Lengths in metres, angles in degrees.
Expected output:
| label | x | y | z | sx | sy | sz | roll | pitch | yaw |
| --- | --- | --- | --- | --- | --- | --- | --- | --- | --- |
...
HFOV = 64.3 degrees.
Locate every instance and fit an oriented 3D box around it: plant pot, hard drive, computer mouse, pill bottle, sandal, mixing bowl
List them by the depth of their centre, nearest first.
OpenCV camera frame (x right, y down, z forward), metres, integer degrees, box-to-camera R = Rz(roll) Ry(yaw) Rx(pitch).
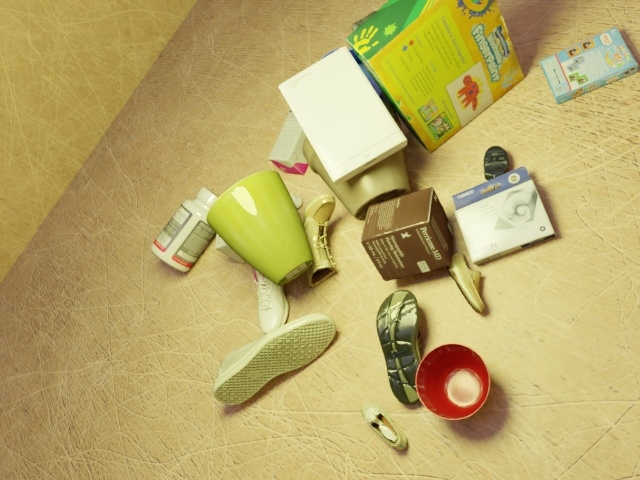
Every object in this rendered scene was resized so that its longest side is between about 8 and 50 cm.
| label | x | y | z | sx | sy | sz | roll | pitch | yaw |
| --- | --- | --- | --- | --- | --- | --- | --- | --- | --- |
| mixing bowl | 0.337 | 0.351 | 1.246 | 0.181 | 0.098 | 0.181 | -16 | 58 | 28 |
| sandal | 0.224 | 0.286 | 1.380 | 0.120 | 0.086 | 0.302 | -10 | 75 | 25 |
| computer mouse | 0.503 | -0.161 | 1.459 | 0.071 | 0.041 | 0.242 | -2 | 71 | 26 |
| hard drive | 0.058 | -0.361 | 1.461 | 0.233 | 0.047 | 0.353 | -30 | 73 | 4 |
| plant pot | -0.158 | -0.017 | 1.576 | 0.275 | 0.275 | 0.293 | -39 | 76 | 11 |
| plant pot | 0.138 | -0.226 | 1.595 | 0.323 | 0.323 | 0.280 | -29 | 68 | 20 |
| pill bottle | -0.505 | -0.050 | 2.007 | 0.176 | 0.176 | 0.318 | 36 | 89 | 42 |

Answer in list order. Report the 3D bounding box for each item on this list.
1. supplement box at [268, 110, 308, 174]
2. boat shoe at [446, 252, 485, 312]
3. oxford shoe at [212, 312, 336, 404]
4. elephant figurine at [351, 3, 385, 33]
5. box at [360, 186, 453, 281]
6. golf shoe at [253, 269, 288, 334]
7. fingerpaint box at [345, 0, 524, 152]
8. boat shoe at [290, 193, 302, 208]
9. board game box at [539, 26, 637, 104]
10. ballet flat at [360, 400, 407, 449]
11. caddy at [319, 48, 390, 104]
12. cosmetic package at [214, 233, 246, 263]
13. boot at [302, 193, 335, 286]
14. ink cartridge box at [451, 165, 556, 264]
| label | x | y | z | sx | sy | sz | roll | pitch | yaw |
| --- | --- | --- | --- | --- | --- | --- | --- | --- | --- |
| supplement box | -0.088 | -0.372 | 1.935 | 0.114 | 0.111 | 0.220 | 11 | 72 | 39 |
| boat shoe | 0.399 | 0.104 | 1.364 | 0.072 | 0.068 | 0.190 | -27 | 52 | 6 |
| oxford shoe | -0.152 | 0.342 | 1.568 | 0.449 | 0.169 | 0.130 | -36 | 28 | 15 |
| elephant figurine | 0.230 | -0.728 | 1.900 | 0.169 | 0.186 | 0.239 | -21 | 59 | -17 |
| box | 0.246 | -0.016 | 1.433 | 0.203 | 0.168 | 0.167 | -17 | 32 | 28 |
| golf shoe | -0.178 | 0.163 | 1.687 | 0.115 | 0.140 | 0.306 | -15 | 59 | 26 |
| fingerpaint box | 0.349 | -0.535 | 1.494 | 0.371 | 0.445 | 0.163 | -39 | 49 | 12 |
| boat shoe | -0.150 | -0.156 | 1.890 | 0.184 | 0.063 | 0.066 | 18 | 77 | 40 |
| board game box | 0.760 | -0.499 | 1.456 | 0.211 | 0.039 | 0.160 | -21 | 55 | 26 |
| ballet flat | 0.159 | 0.477 | 1.332 | 0.168 | 0.052 | 0.057 | 34 | 87 | 42 |
| caddy | 0.108 | -0.549 | 1.809 | 0.341 | 0.179 | 0.241 | 16 | 95 | 40 |
| cosmetic package | -0.258 | -0.026 | 1.835 | 0.184 | 0.151 | 0.151 | -15 | 58 | 28 |
| boot | 0.000 | 0.000 | 1.632 | 0.262 | 0.095 | 0.203 | -56 | 42 | 36 |
| ink cartridge box | 0.486 | -0.074 | 1.384 | 0.223 | 0.045 | 0.224 | -24 | 65 | 23 |
